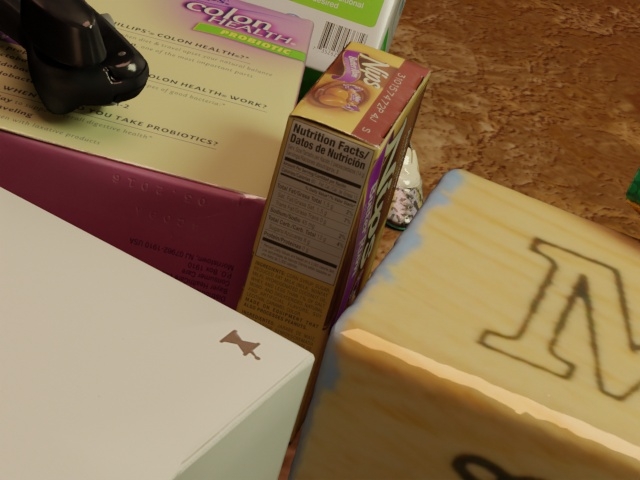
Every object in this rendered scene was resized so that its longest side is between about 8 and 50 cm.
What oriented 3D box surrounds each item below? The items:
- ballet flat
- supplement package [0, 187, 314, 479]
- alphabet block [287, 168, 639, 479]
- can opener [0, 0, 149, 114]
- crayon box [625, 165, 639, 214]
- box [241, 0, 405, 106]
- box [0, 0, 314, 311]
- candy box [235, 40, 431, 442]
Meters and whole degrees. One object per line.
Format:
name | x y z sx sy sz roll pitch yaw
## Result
ballet flat | 0.047 -0.052 1.284 0.041 0.041 0.114 9 31 -14
supplement package | -0.160 0.136 0.643 0.198 0.263 0.199 27 31 17
alphabet block | 0.101 0.109 0.896 0.197 0.192 0.193 22 32 11
can opener | -0.150 -0.123 1.055 0.059 0.073 0.186 -12 31 -27
crayon box | 0.279 0.009 0.993 0.165 0.081 0.278 28 0 28
box | -0.057 -0.232 1.318 0.262 0.231 0.127 18 -13 3
box | -0.129 -0.059 1.130 0.213 0.117 0.243 15 31 -3
candy box | 0.000 0.000 1.025 0.053 0.187 0.109 22 30 8
